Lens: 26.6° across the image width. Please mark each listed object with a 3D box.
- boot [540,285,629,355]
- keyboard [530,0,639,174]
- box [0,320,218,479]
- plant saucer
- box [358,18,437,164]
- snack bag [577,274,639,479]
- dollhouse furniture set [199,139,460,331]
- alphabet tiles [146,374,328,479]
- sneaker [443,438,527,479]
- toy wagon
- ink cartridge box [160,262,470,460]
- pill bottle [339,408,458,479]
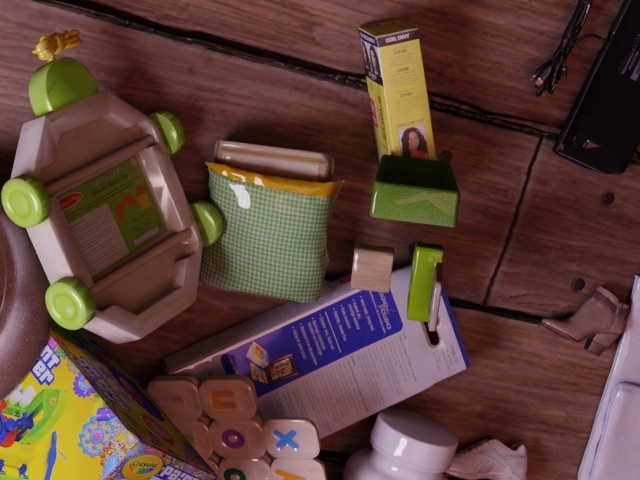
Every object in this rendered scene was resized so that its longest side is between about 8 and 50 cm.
[{"bbox_3d":[0.367,0.102,1.855,0.118,0.042,0.087,28,90,-24],"label":"boot"},{"bbox_3d":[0.383,-0.252,1.755,0.201,0.033,0.317,21,98,-28],"label":"keyboard"},{"bbox_3d":[-0.327,0.254,1.521,0.279,0.290,0.177,-47,145,1],"label":"box"},{"bbox_3d":[-0.442,0.054,1.480,0.310,0.050,0.311,-2,75,7],"label":"plant saucer"},{"bbox_3d":[0.099,-0.151,1.668,0.058,0.087,0.232,-14,111,-11],"label":"box"},{"bbox_3d":[0.554,0.224,1.948,0.323,0.037,0.343,9,103,-19],"label":"snack bag"},{"bbox_3d":[0.000,0.000,1.593,0.301,0.151,0.198,7,108,2],"label":"dollhouse furniture set"},{"bbox_3d":[-0.122,0.292,1.691,0.277,0.021,0.284,-4,115,18],"label":"alphabet tiles"},{"bbox_3d":[0.218,0.301,1.864,0.152,0.053,0.061,9,88,-22],"label":"sneaker"},{"bbox_3d":[-0.245,-0.065,1.514,0.267,0.068,0.344,-35,107,-53],"label":"toy wagon"},{"bbox_3d":[-0.003,0.159,1.740,0.370,0.069,0.176,-23,111,-7],"label":"ink cartridge box"},{"bbox_3d":[0.087,0.367,1.781,0.152,0.152,0.272,14,103,-21],"label":"pill bottle"}]
